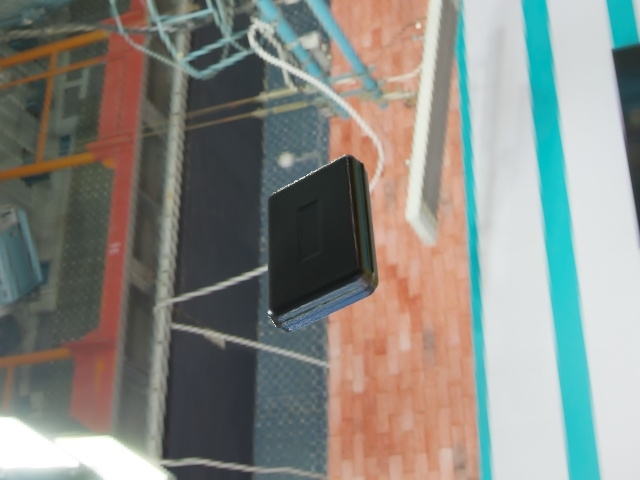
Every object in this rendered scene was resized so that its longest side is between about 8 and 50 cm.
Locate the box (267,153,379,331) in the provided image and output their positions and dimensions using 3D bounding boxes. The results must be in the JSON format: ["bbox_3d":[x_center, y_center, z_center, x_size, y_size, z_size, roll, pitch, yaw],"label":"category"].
[{"bbox_3d":[0.000,0.000,1.333,0.050,0.160,0.230,42,-148,-39],"label":"box"}]
